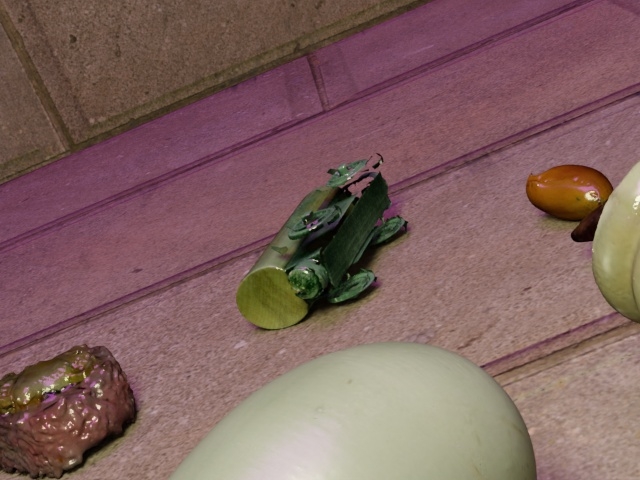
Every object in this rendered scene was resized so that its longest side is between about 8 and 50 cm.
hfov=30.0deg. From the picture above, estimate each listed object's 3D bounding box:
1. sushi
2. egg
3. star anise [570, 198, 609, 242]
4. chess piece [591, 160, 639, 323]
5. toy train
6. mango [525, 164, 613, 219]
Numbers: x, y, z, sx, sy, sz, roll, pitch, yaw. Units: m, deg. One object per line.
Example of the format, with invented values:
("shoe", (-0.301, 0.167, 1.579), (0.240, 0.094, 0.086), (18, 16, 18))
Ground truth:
("sushi", (-0.331, 0.198, 1.449), (0.241, 0.107, 0.161), (-6, 22, 43))
("egg", (-0.006, 0.219, 0.810), (0.371, 0.230, 0.230), (-40, 24, -24))
("star anise", (0.387, -0.044, 1.247), (0.272, 0.102, 0.272), (-18, 21, 7))
("chess piece", (0.373, 0.053, 0.886), (0.182, 0.182, 0.330), (-28, 35, -13))
("toy train", (-0.005, -0.006, 1.568), (0.189, 0.126, 0.307), (-15, 21, 26))
("mango", (0.304, -0.055, 1.434), (0.077, 0.063, 0.127), (-28, 24, -27))
